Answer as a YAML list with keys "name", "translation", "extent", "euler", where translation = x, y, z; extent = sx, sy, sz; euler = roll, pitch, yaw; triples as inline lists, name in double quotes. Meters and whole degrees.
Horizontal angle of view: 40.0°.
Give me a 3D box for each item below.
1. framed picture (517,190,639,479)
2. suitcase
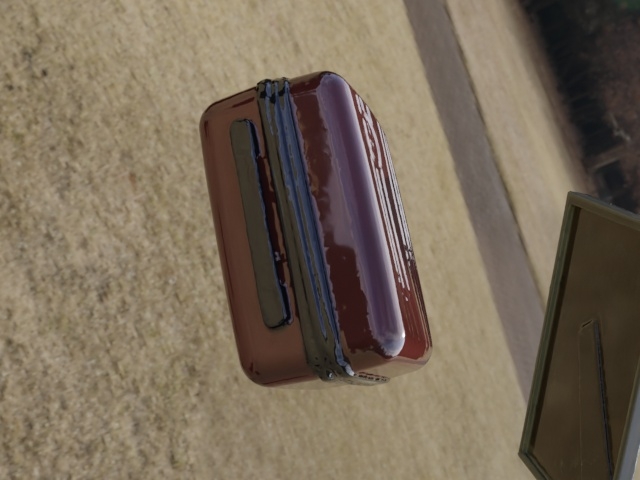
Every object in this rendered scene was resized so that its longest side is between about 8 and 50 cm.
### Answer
- name: "framed picture"
  translation: [0.382, 0.172, 1.243]
  extent: [0.326, 0.028, 0.445]
  euler: [-117, -146, -76]
- name: "suitcase"
  translation: [0.000, 0.000, 0.874]
  extent: [0.236, 0.161, 0.296]
  euler: [34, 44, -71]
